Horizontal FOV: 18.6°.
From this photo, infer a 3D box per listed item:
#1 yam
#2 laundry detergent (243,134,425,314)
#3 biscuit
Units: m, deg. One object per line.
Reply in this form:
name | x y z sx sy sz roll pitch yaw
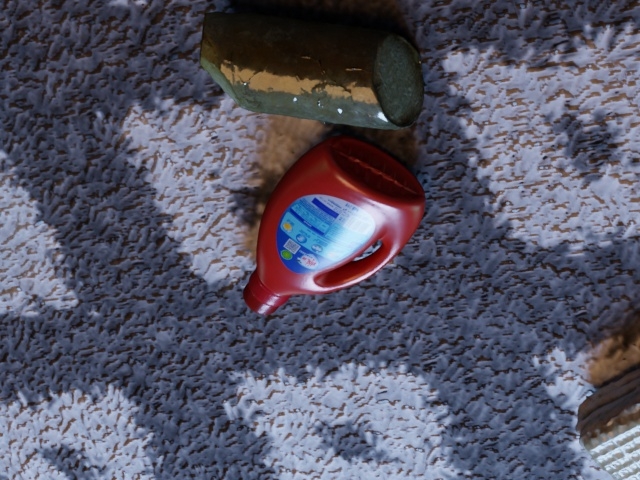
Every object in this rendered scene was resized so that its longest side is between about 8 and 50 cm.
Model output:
yam | -0.008 -0.109 1.267 0.146 0.069 0.069 7 129 11
laundry detergent | 0.000 0.000 1.367 0.097 0.049 0.165 30 133 -10
biscuit | 0.291 0.108 1.343 0.108 0.062 0.239 43 128 -16
